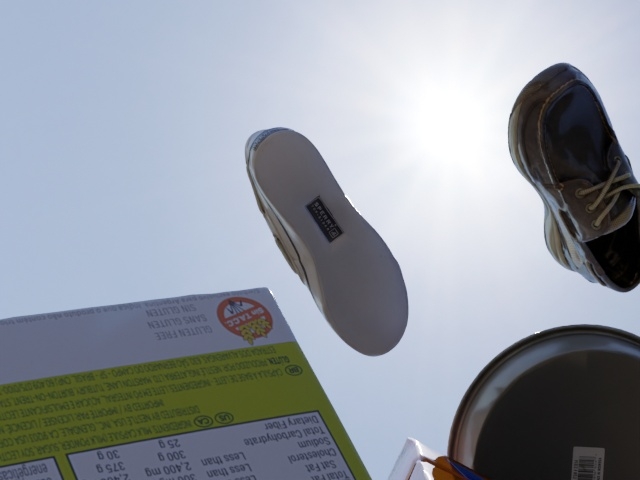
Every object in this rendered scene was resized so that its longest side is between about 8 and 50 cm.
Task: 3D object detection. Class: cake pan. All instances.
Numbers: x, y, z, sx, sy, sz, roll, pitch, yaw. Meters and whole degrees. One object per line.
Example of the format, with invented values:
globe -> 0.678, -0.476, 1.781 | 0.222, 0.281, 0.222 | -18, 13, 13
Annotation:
cake pan -> 0.283, 0.237, 1.494 | 0.054, 0.293, 0.293 | -122, -168, -86

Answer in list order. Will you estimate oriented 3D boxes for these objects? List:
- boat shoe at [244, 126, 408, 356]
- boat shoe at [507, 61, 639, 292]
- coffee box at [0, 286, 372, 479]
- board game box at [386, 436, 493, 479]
boat shoe -> 0.000, 0.000, 1.462 | 0.267, 0.096, 0.088 | 55, -9, -18
boat shoe -> 0.327, -0.068, 1.662 | 0.130, 0.132, 0.355 | 41, -11, 41
coffee box -> -0.154, 0.268, 0.677 | 0.334, 0.338, 0.337 | 59, -40, 33
board game box -> 0.168, 0.434, 1.277 | 0.357, 0.356, 0.356 | 27, -1, 1
